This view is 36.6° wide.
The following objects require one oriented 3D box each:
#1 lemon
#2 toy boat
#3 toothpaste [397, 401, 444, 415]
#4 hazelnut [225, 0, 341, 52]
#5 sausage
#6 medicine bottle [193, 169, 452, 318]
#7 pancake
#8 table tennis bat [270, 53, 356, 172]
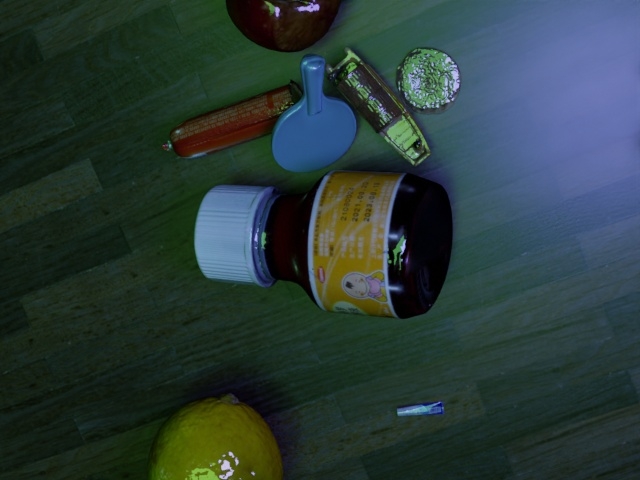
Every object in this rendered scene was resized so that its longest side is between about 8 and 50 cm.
[{"bbox_3d":[-0.186,0.411,1.700,0.267,0.267,0.268,2,102,10],"label":"lemon"},{"bbox_3d":[0.096,-0.217,1.593,0.068,0.088,0.226,-40,92,15],"label":"toy boat"},{"bbox_3d":[0.179,0.303,1.729,0.083,0.015,0.024,-8,99,6],"label":"toothpaste"},{"bbox_3d":[-0.051,-0.404,1.550,0.177,0.178,0.204,27,100,4],"label":"hazelnut"},{"bbox_3d":[-0.152,-0.195,1.647,0.263,0.083,0.083,-16,99,15],"label":"sausage"},{"bbox_3d":[0.000,0.000,1.595,0.394,0.242,0.243,3,103,24],"label":"medicine bottle"},{"bbox_3d":[0.178,-0.263,1.606,0.114,0.011,0.115,2,102,10],"label":"pancake"},{"bbox_3d":[-0.013,-0.202,1.574,0.149,0.038,0.237,-15,140,-11],"label":"table tennis bat"}]
